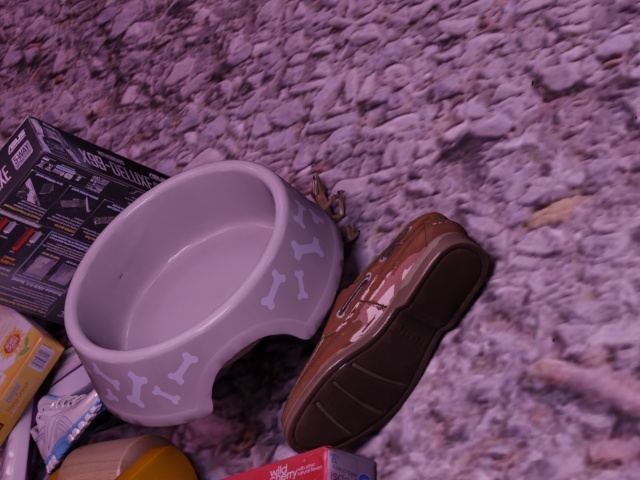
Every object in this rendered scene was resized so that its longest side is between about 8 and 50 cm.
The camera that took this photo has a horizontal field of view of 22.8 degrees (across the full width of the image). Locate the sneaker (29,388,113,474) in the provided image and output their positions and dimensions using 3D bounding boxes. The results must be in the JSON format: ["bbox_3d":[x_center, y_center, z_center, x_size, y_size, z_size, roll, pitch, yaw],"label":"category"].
[{"bbox_3d":[-0.323,0.223,2.025,0.083,0.071,0.191,52,130,11],"label":"sneaker"}]

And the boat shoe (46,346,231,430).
[{"bbox_3d":[-0.230,0.127,2.063,0.367,0.136,0.156,-31,45,46],"label":"boat shoe"}]

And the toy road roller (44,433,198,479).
[{"bbox_3d":[-0.272,0.413,1.923,0.202,0.241,0.329,-14,22,43],"label":"toy road roller"}]

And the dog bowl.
[{"bbox_3d":[-0.148,0.048,1.854,0.348,0.102,0.349,-23,37,19],"label":"dog bowl"}]

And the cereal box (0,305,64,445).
[{"bbox_3d":[-0.457,0.165,2.157,0.173,0.047,0.240,-57,38,-1],"label":"cereal box"}]

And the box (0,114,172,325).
[{"bbox_3d":[-0.327,-0.007,2.090,0.242,0.307,0.076,-47,48,20],"label":"box"}]

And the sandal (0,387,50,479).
[{"bbox_3d":[-0.384,0.379,2.097,0.169,0.102,0.416,117,159,-50],"label":"sandal"}]

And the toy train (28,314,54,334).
[{"bbox_3d":[-0.477,0.137,2.317,0.190,0.142,0.334,8,75,39],"label":"toy train"}]

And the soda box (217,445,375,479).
[{"bbox_3d":[-0.059,0.312,1.795,0.263,0.083,0.092,-24,53,38],"label":"soda box"}]

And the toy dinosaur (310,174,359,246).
[{"bbox_3d":[0.000,0.000,1.943,0.092,0.053,0.183,-28,41,54],"label":"toy dinosaur"}]

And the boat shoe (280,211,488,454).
[{"bbox_3d":[0.062,0.104,1.772,0.307,0.110,0.104,-48,36,4],"label":"boat shoe"}]
